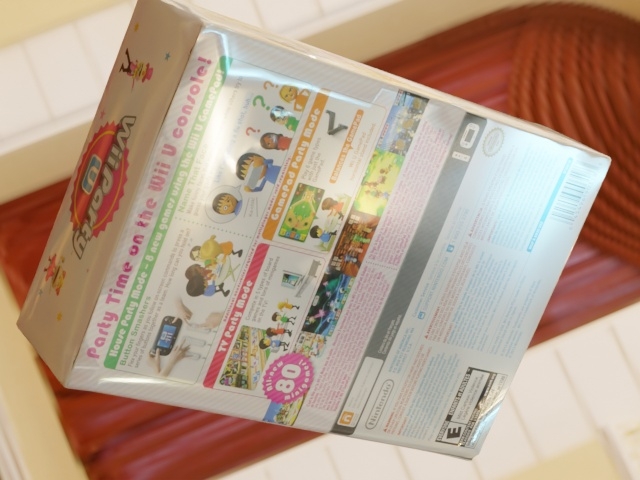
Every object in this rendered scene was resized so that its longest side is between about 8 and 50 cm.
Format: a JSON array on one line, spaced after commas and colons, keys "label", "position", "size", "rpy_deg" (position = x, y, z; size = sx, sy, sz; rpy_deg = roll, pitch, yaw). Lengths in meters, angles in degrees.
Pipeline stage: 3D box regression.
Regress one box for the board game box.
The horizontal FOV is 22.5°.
[{"label": "board game box", "position": [0.000, 0.000, 0.986], "size": [0.097, 0.303, 0.224], "rpy_deg": [39, -71, 55]}]
